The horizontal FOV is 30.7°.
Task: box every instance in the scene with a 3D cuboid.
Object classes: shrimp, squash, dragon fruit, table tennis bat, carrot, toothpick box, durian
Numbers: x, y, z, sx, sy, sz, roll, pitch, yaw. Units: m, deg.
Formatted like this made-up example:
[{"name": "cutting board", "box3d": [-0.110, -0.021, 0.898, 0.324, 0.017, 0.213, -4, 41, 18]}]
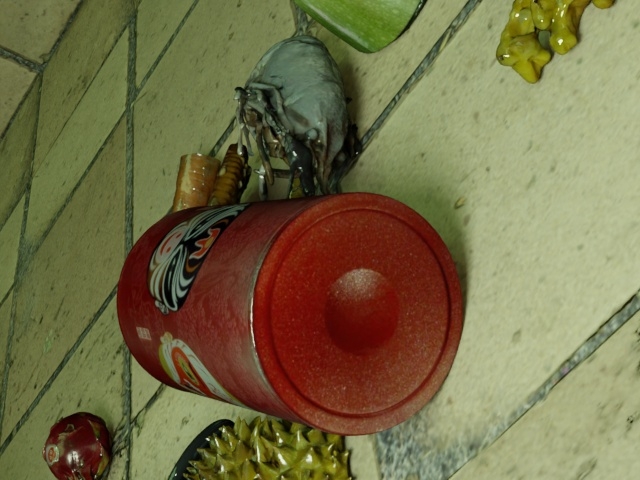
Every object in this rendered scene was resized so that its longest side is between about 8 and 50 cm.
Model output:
[{"name": "shrimp", "box3d": [-0.032, -0.117, 1.273, 0.145, 0.116, 0.343, -29, 34, 13]}, {"name": "squash", "box3d": [0.045, -0.307, 1.330, 0.170, 0.123, 0.170, -49, 31, 44]}, {"name": "dragon fruit", "box3d": [-0.318, 0.301, 1.548, 0.094, 0.094, 0.190, -55, 33, 23]}, {"name": "table tennis bat", "box3d": [-0.143, 0.263, 1.150, 0.236, 0.027, 0.150, -33, -39, -61]}, {"name": "carrot", "box3d": [-0.191, -0.011, 1.603, 0.057, 0.057, 0.224, -12, 62, 59]}, {"name": "toothpick box", "box3d": [-0.044, 0.061, 1.088, 0.333, 0.204, 0.204, 1, 70, 62]}, {"name": "durian", "box3d": [-0.071, 0.261, 1.065, 0.183, 0.138, 0.249, -22, 44, 67]}]

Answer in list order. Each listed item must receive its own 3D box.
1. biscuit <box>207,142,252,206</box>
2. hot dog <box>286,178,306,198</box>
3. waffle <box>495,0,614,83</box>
[{"name": "biscuit", "box3d": [-0.137, 0.027, 1.385, 0.305, 0.038, 0.305, -161, 90, -86]}, {"name": "hot dog", "box3d": [-0.020, -0.095, 1.368, 0.044, 0.028, 0.137, 106, 176, -62]}, {"name": "waffle", "box3d": [0.213, -0.306, 1.058, 0.259, 0.069, 0.293, -56, 29, 24]}]
